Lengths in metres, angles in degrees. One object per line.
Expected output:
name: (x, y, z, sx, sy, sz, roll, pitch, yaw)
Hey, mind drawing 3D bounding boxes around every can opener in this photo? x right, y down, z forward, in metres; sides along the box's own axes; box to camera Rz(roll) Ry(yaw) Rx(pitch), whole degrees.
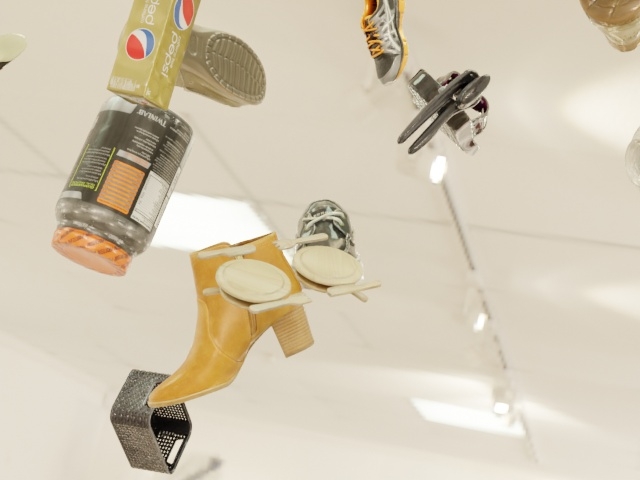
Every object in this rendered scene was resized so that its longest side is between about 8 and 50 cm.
can opener: (0.197, -0.214, 1.854, 0.059, 0.186, 0.073, 49, -7, 11)

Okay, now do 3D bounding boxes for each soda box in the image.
soda box: (-0.200, -0.256, 1.390, 0.058, 0.181, 0.061, 14, -6, 24)

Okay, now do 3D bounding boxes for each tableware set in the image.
tableware set: (-0.036, 0.050, 1.331, 0.194, 0.039, 0.128, -10, 36, -35)

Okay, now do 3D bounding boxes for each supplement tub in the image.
supplement tub: (-0.407, -0.111, 2.306, 0.207, 0.338, 0.207, 19, -18, 7)

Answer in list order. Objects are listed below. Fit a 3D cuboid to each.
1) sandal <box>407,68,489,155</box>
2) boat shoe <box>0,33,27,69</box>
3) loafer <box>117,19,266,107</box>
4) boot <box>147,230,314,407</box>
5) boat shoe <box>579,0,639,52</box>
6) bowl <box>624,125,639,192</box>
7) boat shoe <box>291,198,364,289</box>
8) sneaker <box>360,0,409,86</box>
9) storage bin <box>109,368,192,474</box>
sandal: (0.260, -0.252, 2.131, 0.167, 0.107, 0.446, 47, 6, 4)
boat shoe: (-0.586, -0.327, 2.026, 0.049, 0.133, 0.042, 53, -21, -6)
loafer: (-0.198, -0.278, 1.743, 0.269, 0.101, 0.092, 24, -24, -38)
boot: (-0.171, 0.120, 1.784, 0.295, 0.211, 0.104, -24, 6, -5)
boat shoe: (0.397, -0.418, 1.524, 0.122, 0.341, 0.110, -1, -21, 25)
bowl: (0.498, -0.117, 1.651, 0.080, 0.170, 0.170, -6, -10, -19)
boat shoe: (0.000, 0.000, 1.910, 0.121, 0.119, 0.335, -6, 12, -5)
sneaker: (0.117, -0.406, 2.214, 0.083, 0.214, 0.084, 4, -12, -33)
storage bin: (-0.316, 0.341, 2.126, 0.084, 0.122, 0.180, 6, -44, 17)
